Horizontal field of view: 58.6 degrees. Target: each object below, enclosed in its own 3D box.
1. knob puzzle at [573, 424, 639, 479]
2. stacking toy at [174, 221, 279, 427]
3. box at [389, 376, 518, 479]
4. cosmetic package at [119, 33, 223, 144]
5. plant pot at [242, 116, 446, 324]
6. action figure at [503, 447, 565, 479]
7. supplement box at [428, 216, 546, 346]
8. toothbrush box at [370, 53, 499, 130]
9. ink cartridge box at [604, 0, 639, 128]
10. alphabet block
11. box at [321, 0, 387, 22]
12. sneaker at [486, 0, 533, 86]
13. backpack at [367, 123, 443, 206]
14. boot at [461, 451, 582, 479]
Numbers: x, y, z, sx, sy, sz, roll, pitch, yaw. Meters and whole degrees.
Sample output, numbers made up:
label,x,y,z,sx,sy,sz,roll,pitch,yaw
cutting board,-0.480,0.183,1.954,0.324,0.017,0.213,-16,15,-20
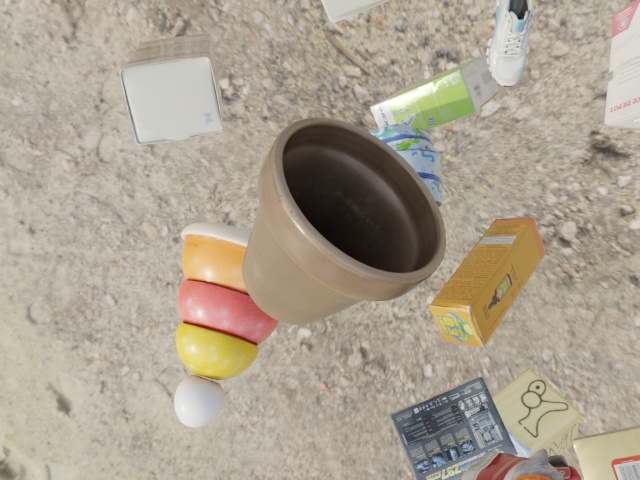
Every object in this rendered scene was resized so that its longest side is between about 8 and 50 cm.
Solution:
label,x,y,z,sx,sy,sz,roll,pitch,yaw
knob puzzle,0.341,0.253,0.499,0.213,0.030,0.213,-2,84,19
stacking toy,-0.249,0.220,1.422,0.351,0.350,0.479,16,76,9
box,0.296,0.437,1.289,0.233,0.059,0.183,-23,77,-1
cosmetic package,-0.262,-0.288,1.046,0.153,0.296,0.129,-10,119,-7
plant pot,0.000,0.000,0.792,0.263,0.263,0.229,46,132,3
action figure,0.298,0.350,0.564,0.341,0.330,0.178,-17,122,-3
supplement box,0.263,0.057,0.881,0.080,0.233,0.078,-2,123,46
toothbrush box,0.315,-0.388,1.577,0.283,0.206,0.122,-13,108,39
ink cartridge box,0.779,-0.416,1.316,0.117,0.207,0.283,6,88,-9
alphabet block,0.593,0.524,1.627,0.197,0.193,0.192,-32,47,-12
box,0.048,-0.468,0.898,0.121,0.311,0.148,-17,123,14
sneaker,0.336,-0.365,0.998,0.071,0.083,0.190,0,111,7
backpack,0.129,-0.143,1.382,0.290,0.355,0.273,10,94,-35
boot,0.351,0.432,0.985,0.176,0.244,0.088,-11,88,32
